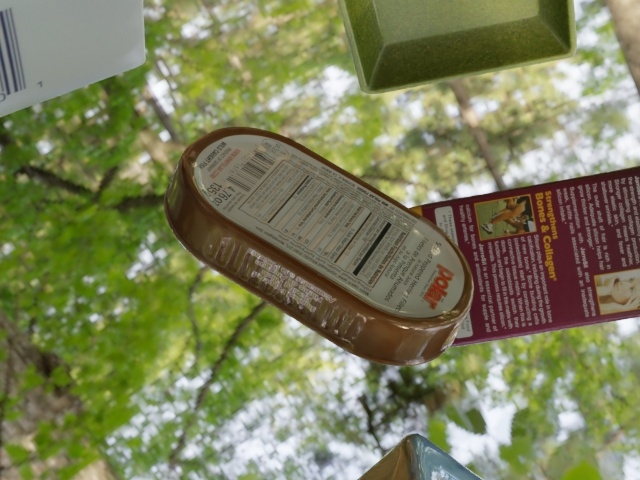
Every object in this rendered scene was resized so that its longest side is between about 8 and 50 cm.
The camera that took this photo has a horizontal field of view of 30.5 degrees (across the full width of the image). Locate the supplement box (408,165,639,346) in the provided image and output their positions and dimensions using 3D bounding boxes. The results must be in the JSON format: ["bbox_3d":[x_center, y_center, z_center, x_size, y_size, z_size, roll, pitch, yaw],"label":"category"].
[{"bbox_3d":[0.163,0.014,0.843,0.188,0.104,0.081,-10,175,7],"label":"supplement box"}]

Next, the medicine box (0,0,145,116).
[{"bbox_3d":[-0.272,-0.197,0.633,0.263,0.289,0.149,-24,163,-17],"label":"medicine box"}]

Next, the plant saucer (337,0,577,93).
[{"bbox_3d":[0.107,-0.215,0.956,0.188,0.188,0.045,-10,-130,8],"label":"plant saucer"}]

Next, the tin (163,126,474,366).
[{"bbox_3d":[0.000,0.000,0.673,0.106,0.190,0.040,-53,172,-46],"label":"tin"}]

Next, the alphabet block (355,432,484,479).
[{"bbox_3d":[0.045,0.245,0.528,0.197,0.192,0.193,-45,-163,19],"label":"alphabet block"}]
